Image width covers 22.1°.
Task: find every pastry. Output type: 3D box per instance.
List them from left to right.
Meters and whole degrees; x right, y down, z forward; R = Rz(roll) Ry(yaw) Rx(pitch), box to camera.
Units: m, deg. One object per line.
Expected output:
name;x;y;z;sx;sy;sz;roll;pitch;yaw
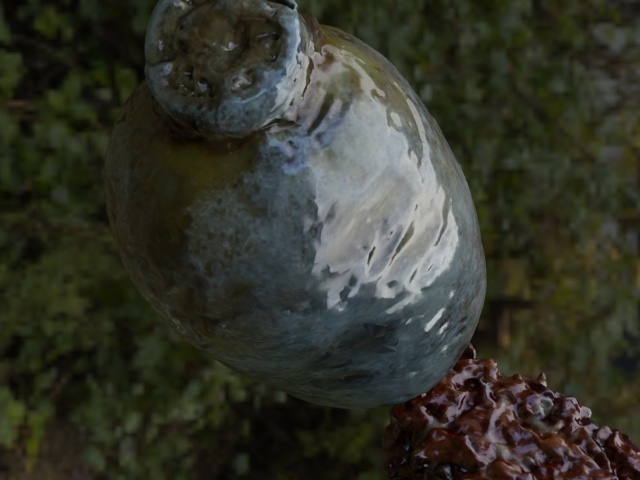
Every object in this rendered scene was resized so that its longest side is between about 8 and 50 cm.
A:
pastry;0.129;0.152;0.981;0.115;0.208;0.097;-44;159;-40

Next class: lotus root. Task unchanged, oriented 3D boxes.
lotus root;0.000;0.002;0.853;0.349;0.175;0.175;49;42;-58
